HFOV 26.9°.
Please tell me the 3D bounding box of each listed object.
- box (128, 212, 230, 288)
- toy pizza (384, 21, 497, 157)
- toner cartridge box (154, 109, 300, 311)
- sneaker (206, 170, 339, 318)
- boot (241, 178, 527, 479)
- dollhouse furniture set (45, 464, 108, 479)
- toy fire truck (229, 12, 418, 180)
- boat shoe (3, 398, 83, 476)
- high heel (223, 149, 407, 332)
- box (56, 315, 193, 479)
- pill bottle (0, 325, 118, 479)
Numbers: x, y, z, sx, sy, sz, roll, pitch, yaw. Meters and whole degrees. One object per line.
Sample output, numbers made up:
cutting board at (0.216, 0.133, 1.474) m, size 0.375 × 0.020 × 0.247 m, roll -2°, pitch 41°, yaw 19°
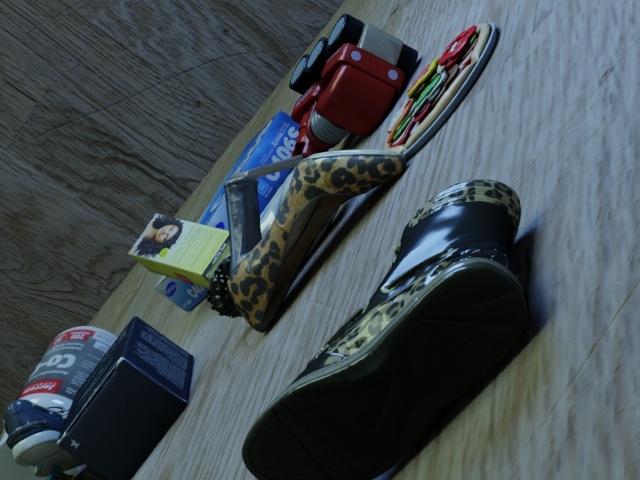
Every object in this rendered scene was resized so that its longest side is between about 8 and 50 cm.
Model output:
box at (-0.202, 0.019, 2.075) m, size 0.232 × 0.058 × 0.087 m, roll 11°, pitch 64°, yaw 50°
toy pizza at (0.129, -0.173, 1.529) m, size 0.201 × 0.032 × 0.201 m, roll -52°, pitch 10°, yaw 13°
toner cartridge box at (-0.148, -0.052, 2.293) m, size 0.348 × 0.075 × 0.165 m, roll -60°, pitch 11°, yaw -32°
sneaker at (-0.051, 0.003, 1.657) m, size 0.237 × 0.085 × 0.086 m, roll -50°, pitch -5°, yaw 15°
boot at (0.053, 0.065, 0.930) m, size 0.236 × 0.085 × 0.178 m, roll -42°, pitch 12°, yaw 25°
dollhouse furniture set at (-0.409, 0.389, 1.851) m, size 0.129 × 0.129 × 0.183 m, roll -42°, pitch 16°, yaw 52°
toy fire truck at (-0.001, -0.168, 1.851) m, size 0.217 × 0.158 × 0.246 m, roll -34°, pitch 33°, yaw 61°
boat shoe at (-0.382, 0.276, 1.856) m, size 0.095 × 0.079 × 0.254 m, roll -27°, pitch -17°, yaw 1°
high heel at (0.000, 0.000, 1.530) m, size 0.261 × 0.093 × 0.186 m, roll -13°, pitch 79°, yaw 36°
box at (-0.261, 0.215, 1.816) m, size 0.153 × 0.108 × 0.207 m, roll -52°, pitch 10°, yaw 9°
pill bottle at (-0.403, 0.275, 2.119) m, size 0.161 × 0.161 × 0.283 m, roll -49°, pitch 11°, yaw 29°
